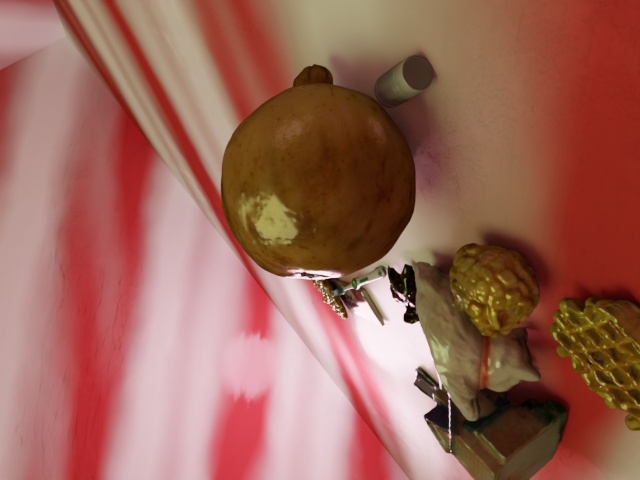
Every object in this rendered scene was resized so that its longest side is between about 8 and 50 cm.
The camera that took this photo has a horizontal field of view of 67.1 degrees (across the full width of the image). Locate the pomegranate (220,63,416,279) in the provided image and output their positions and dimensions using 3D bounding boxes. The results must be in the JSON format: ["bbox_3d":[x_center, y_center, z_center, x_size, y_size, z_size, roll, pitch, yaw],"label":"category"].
[{"bbox_3d":[-0.007,-0.132,0.910,0.410,0.410,0.410,44,161,20],"label":"pomegranate"}]

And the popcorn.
[{"bbox_3d":[0.313,0.086,0.886,0.170,0.180,0.180,-12,119,38],"label":"popcorn"}]

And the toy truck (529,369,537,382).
[{"bbox_3d":[0.420,0.267,1.101,0.074,0.063,0.136,40,175,-37],"label":"toy truck"}]

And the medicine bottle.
[{"bbox_3d":[0.132,-0.255,0.781,0.058,0.058,0.091,55,162,-11],"label":"medicine bottle"}]

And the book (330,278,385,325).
[{"bbox_3d":[0.131,0.221,1.751,0.162,0.022,0.232,59,160,-19],"label":"book"}]

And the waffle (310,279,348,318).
[{"bbox_3d":[0.020,0.191,1.877,0.254,0.052,0.245,59,170,-19],"label":"waffle"}]

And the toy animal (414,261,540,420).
[{"bbox_3d":[0.320,0.175,1.026,0.188,0.308,0.266,-29,124,34],"label":"toy animal"}]

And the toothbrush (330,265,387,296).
[{"bbox_3d":[0.124,0.137,1.570,0.042,0.040,0.418,69,156,8],"label":"toothbrush"}]

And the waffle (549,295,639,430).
[{"bbox_3d":[0.508,0.209,0.770,0.283,0.065,0.310,28,154,55],"label":"waffle"}]

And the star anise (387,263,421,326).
[{"bbox_3d":[0.249,0.181,1.269,0.272,0.102,0.272,46,164,17],"label":"star anise"}]

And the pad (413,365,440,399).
[{"bbox_3d":[0.420,0.555,1.700,0.233,0.022,0.174,40,158,28],"label":"pad"}]

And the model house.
[{"bbox_3d":[0.407,0.443,1.205,0.280,0.245,0.312,45,162,43],"label":"model house"}]
